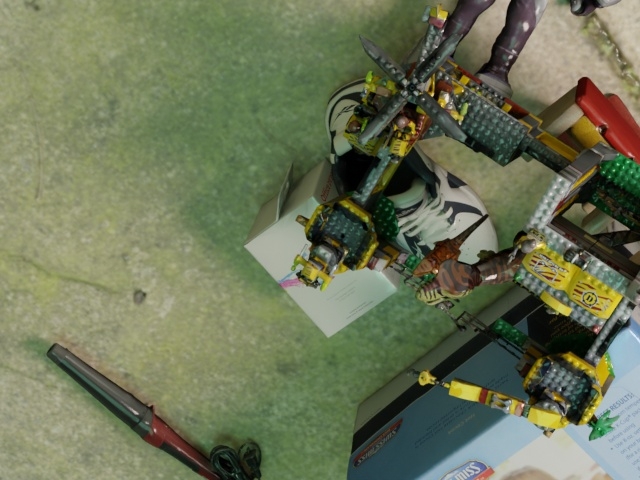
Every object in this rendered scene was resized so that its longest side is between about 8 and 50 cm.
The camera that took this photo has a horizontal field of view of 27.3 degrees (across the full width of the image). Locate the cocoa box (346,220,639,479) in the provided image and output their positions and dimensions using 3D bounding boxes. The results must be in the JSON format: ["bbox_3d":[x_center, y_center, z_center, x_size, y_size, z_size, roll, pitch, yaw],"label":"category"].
[{"bbox_3d":[0.220,0.196,1.251,0.347,0.228,0.231,-40,105,22],"label":"cocoa box"}]

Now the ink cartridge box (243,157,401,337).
[{"bbox_3d":[0.000,0.000,1.260,0.090,0.092,0.143,-36,105,22],"label":"ink cartridge box"}]

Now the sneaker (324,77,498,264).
[{"bbox_3d":[0.081,-0.028,1.201,0.094,0.153,0.235,-25,110,19],"label":"sneaker"}]

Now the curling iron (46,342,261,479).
[{"bbox_3d":[-0.173,0.189,1.405,0.274,0.035,0.068,35,111,-11],"label":"curling iron"}]

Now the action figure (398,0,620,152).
[{"bbox_3d":[0.165,-0.223,1.131,0.185,0.099,0.285,33,104,-2],"label":"action figure"}]

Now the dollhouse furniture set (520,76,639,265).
[{"bbox_3d":[0.352,-0.015,1.158,0.152,0.201,0.374,-38,100,22],"label":"dollhouse furniture set"}]

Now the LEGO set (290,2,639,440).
[{"bbox_3d":[0.121,0.006,0.993,0.331,0.192,0.255,42,114,9],"label":"LEGO set"}]
